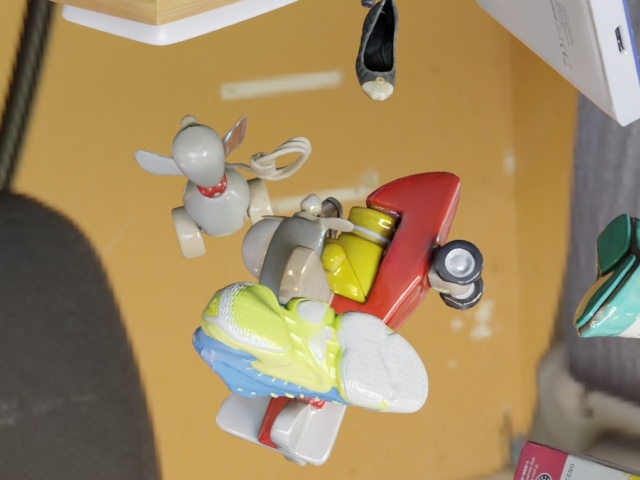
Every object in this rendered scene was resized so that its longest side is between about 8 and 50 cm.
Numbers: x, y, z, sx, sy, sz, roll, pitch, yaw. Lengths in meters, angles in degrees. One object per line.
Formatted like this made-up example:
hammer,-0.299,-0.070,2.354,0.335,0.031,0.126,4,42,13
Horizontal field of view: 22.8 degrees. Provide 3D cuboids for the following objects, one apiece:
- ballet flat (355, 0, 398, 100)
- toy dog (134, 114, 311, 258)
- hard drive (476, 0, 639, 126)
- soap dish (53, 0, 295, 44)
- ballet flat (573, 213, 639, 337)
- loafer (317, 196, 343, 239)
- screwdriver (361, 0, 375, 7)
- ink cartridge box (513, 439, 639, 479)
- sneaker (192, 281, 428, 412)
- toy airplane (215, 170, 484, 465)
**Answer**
ballet flat,0.080,-0.267,2.218,0.058,0.173,0.049,8,146,-9
toy dog,-0.163,-0.110,2.350,0.220,0.161,0.333,-11,155,-22
hard drive,0.239,-0.283,1.739,0.040,0.210,0.318,-29,-140,-8
soap dish,-0.178,-0.352,2.044,0.229,0.118,0.291,20,-148,39
ballet flat,0.323,0.050,1.641,0.083,0.087,0.247,-46,-175,28
loafer,0.000,0.000,2.100,0.045,0.125,0.039,32,-138,30
screwdriver,0.076,-0.410,2.261,0.025,0.169,0.024,6,164,-3
ink cartridge box,0.442,0.472,2.289,0.160,0.279,0.385,20,175,-39
sneaker,-0.017,0.114,1.548,0.240,0.091,0.126,27,146,-20
toy airplane,-0.005,0.090,2.000,0.272,0.386,0.384,40,-143,15
